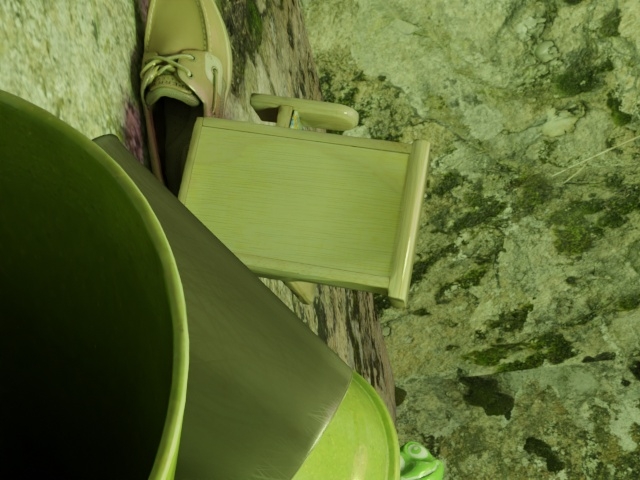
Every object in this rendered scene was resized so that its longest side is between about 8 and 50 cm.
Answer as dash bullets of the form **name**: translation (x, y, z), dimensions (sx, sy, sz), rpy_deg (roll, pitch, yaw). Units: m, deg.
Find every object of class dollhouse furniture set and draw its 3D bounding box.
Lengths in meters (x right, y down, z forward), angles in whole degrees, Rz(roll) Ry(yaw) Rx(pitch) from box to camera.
- **dollhouse furniture set**: translation (0.000, 0.000, 1.072), dimensions (0.394, 0.256, 0.362), rpy_deg (61, 40, -75)

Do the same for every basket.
- **basket**: translation (-0.105, 0.069, 0.559), dimensions (0.204, 0.226, 0.154), rpy_deg (-55, -178, -35)

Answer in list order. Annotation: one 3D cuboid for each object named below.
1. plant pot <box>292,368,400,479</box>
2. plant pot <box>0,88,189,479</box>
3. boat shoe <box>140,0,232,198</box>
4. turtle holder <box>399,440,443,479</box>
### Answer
- **plant pot**: translation (-0.096, 0.187, 0.814), dimensions (0.254, 0.276, 0.276), rpy_deg (50, 31, -48)
- **plant pot**: translation (-0.187, 0.125, 0.378), dimensions (0.294, 0.274, 0.275), rpy_deg (96, -5, -54)
- **boat shoe**: translation (-0.171, -0.188, 1.047), dimensions (0.098, 0.109, 0.303), rpy_deg (0, 87, -81)
- **turtle holder**: translation (-0.008, 0.374, 0.982), dimensions (0.320, 0.243, 0.228), rpy_deg (-60, -137, 40)
